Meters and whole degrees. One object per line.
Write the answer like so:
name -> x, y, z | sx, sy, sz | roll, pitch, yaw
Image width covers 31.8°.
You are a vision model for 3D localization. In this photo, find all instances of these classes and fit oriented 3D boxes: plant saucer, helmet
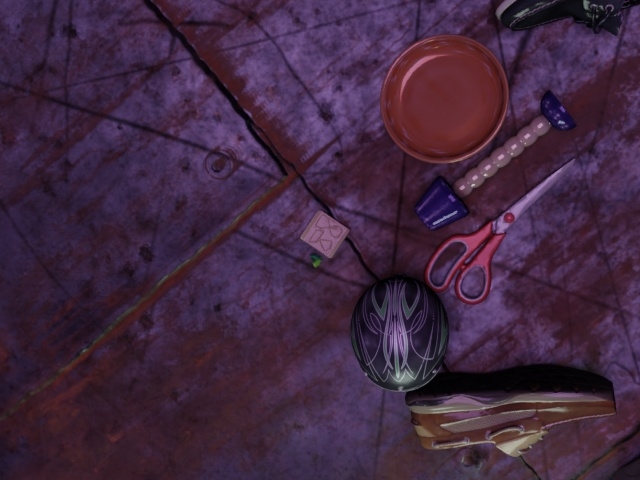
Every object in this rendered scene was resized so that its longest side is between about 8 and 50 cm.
plant saucer -> 0.191, -0.215, 1.723 | 0.200, 0.037, 0.200 | -1, 85, 18
helmet -> 0.122, 0.142, 1.737 | 0.169, 0.161, 0.169 | 2, 103, 9

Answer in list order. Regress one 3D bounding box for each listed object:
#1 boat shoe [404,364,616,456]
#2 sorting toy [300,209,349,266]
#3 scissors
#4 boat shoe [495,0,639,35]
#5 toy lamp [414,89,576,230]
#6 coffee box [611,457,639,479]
boat shoe -> 0.299, 0.271, 1.764 | 0.324, 0.122, 0.120 | -5, 103, 17
sorting toy -> 0.000, 0.000, 1.814 | 0.062, 0.012, 0.083 | 34, 98, -2
scissors -> 0.276, -0.029, 1.764 | 0.109, 0.021, 0.297 | 33, 103, 4
boat shoe -> 0.432, -0.358, 1.642 | 0.340, 0.127, 0.113 | -20, 83, 1
toy lamp -> 0.264, -0.115, 1.726 | 0.274, 0.080, 0.080 | -37, 91, 11
coffee box -> 0.595, 0.459, 1.711 | 0.297, 0.119, 0.168 | 48, 128, 0
